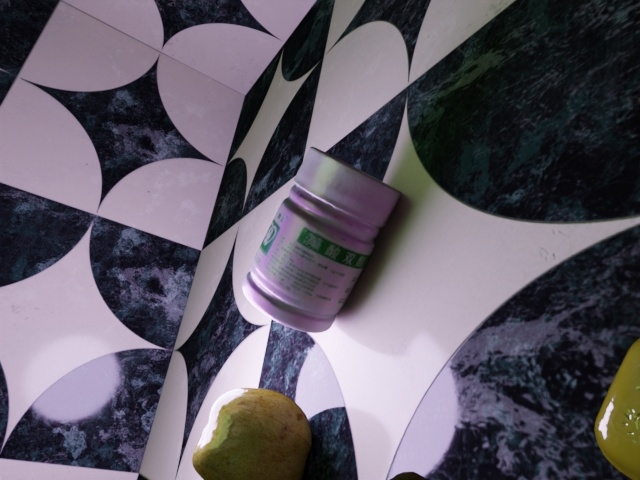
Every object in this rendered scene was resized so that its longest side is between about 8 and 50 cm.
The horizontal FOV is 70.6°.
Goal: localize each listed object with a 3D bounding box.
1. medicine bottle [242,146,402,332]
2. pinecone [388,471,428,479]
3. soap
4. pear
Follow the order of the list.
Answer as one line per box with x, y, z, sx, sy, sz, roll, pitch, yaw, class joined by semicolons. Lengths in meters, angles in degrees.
0.000;0.000;0.919;0.325;0.212;0.212;-62;27;10;medicine bottle
0.059;0.420;0.361;0.384;0.385;0.384;-43;36;42;pinecone
0.306;0.150;0.407;0.089;0.045;0.140;27;95;60;soap
-0.126;0.395;0.877;0.188;0.212;0.228;-70;5;-50;pear
